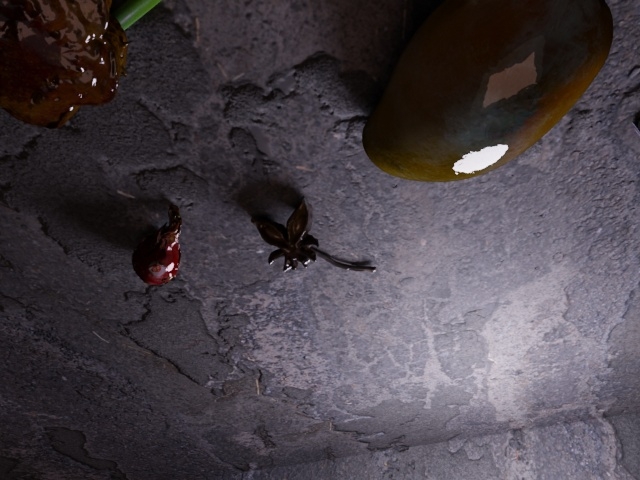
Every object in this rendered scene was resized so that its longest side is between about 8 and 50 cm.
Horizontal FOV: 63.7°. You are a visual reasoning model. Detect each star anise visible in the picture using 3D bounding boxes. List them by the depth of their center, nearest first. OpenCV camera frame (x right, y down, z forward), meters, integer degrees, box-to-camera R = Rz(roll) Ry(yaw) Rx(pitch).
[{"bbox_3d":[0.000,0.000,1.029,0.148,0.219,0.227,-59,164,12],"label":"star anise"}]

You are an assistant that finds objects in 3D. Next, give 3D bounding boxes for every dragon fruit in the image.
[{"bbox_3d":[-0.303,0.016,0.972,0.094,0.094,0.190,14,131,-20],"label":"dragon fruit"}]

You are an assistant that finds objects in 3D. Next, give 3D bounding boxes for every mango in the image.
[{"bbox_3d":[0.196,-0.197,0.688,0.222,0.198,0.384,20,147,-31],"label":"mango"}]

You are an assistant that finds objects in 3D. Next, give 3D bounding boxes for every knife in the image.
[{"bbox_3d":[-0.254,-0.286,0.679,0.212,0.015,0.054,-26,135,24],"label":"knife"}]

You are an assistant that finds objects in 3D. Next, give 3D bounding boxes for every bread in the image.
[{"bbox_3d":[-0.348,-0.246,0.614,0.232,0.135,0.247,31,127,-23],"label":"bread"}]

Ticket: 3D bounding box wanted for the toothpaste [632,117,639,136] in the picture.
[{"bbox_3d":[0.594,-0.219,0.797,0.196,0.047,0.040,-35,127,30],"label":"toothpaste"}]
